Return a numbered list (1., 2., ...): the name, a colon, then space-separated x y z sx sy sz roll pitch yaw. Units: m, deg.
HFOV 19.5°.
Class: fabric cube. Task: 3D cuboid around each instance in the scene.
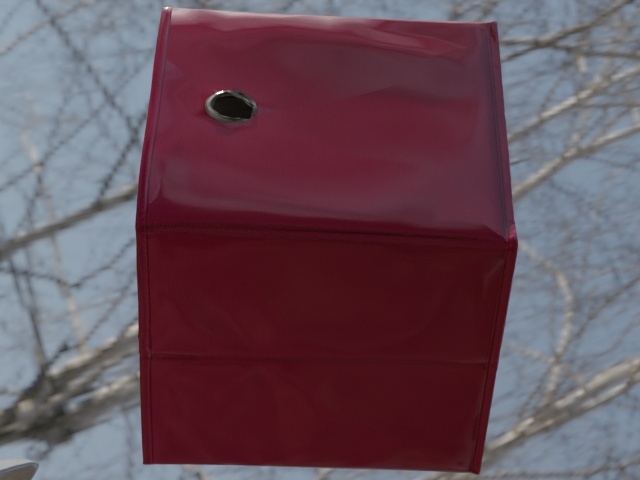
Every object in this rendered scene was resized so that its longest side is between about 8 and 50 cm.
1. fabric cube: 0.000 0.000 1.400 0.258 0.254 0.259 3 -46 -1

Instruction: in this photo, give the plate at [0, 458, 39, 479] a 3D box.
1. plate: -0.391 0.289 1.539 0.045 0.278 0.277 43 -70 20
